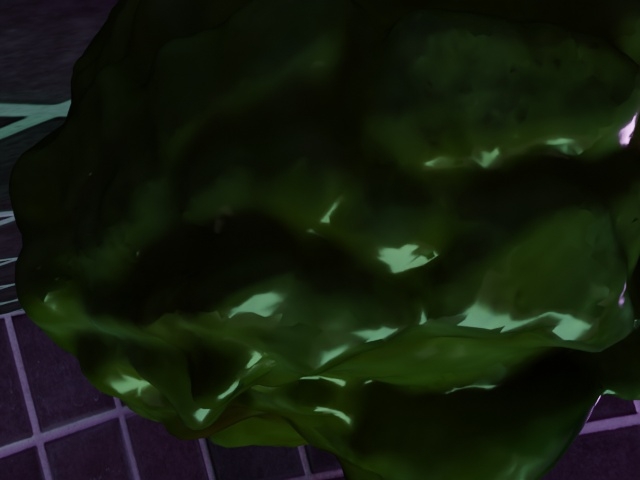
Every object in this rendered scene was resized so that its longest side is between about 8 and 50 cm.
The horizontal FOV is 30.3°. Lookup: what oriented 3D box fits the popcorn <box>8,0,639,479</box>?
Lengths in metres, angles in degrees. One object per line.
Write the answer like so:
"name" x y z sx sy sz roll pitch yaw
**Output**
"popcorn" 0.020 -0.015 0.430 0.270 0.224 0.258 5 149 36
